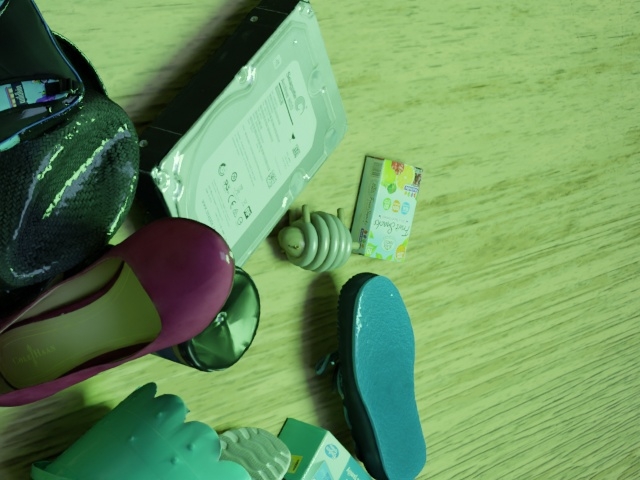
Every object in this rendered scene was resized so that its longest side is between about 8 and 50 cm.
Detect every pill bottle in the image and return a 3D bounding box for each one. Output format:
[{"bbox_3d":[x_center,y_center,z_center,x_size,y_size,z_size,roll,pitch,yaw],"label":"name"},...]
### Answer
[{"bbox_3d":[-0.185,0.066,1.670,0.123,0.219,0.123,-19,115,-47],"label":"pill bottle"}]

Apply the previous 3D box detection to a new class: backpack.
[{"bbox_3d":[-0.328,-0.150,1.399,0.173,0.117,0.158,-32,92,-10],"label":"backpack"}]

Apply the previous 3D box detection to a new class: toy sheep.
[{"bbox_3d":[0.000,0.000,1.990,0.132,0.091,0.091,3,99,-33],"label":"toy sheep"}]

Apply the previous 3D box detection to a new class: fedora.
[{"bbox_3d":[-0.301,-0.060,1.544,0.334,0.152,0.334,-18,114,-47],"label":"fedora"}]

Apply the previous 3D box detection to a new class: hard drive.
[{"bbox_3d":[-0.095,-0.117,1.827,0.339,0.064,0.237,-53,143,-31],"label":"hard drive"}]

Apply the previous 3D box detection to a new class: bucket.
[{"bbox_3d":[-0.198,0.319,1.691,0.183,0.281,0.281,-37,128,-25],"label":"bucket"}]

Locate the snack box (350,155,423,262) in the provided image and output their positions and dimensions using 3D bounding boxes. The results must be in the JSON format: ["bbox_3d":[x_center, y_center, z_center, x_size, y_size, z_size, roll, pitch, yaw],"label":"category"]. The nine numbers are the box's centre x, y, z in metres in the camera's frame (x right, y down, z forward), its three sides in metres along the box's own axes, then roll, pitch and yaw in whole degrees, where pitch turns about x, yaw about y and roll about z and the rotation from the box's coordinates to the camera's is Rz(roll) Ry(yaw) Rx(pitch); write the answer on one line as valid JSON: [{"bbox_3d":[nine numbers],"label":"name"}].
[{"bbox_3d":[0.094,-0.044,2.129,0.100,0.037,0.141,10,93,-51],"label":"snack box"}]

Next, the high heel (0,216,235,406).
[{"bbox_3d":[-0.239,0.092,1.509,0.181,0.377,0.127,-31,88,-43],"label":"high heel"}]

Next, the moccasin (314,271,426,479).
[{"bbox_3d":[0.058,0.202,2.102,0.137,0.117,0.342,-24,118,-36],"label":"moccasin"}]

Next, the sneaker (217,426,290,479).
[{"bbox_3d":[-0.150,0.349,1.921,0.281,0.105,0.115,-40,162,-37],"label":"sneaker"}]

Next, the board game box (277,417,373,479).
[{"bbox_3d":[-0.040,0.459,2.080,0.336,0.079,0.254,-60,139,-20],"label":"board game box"}]
